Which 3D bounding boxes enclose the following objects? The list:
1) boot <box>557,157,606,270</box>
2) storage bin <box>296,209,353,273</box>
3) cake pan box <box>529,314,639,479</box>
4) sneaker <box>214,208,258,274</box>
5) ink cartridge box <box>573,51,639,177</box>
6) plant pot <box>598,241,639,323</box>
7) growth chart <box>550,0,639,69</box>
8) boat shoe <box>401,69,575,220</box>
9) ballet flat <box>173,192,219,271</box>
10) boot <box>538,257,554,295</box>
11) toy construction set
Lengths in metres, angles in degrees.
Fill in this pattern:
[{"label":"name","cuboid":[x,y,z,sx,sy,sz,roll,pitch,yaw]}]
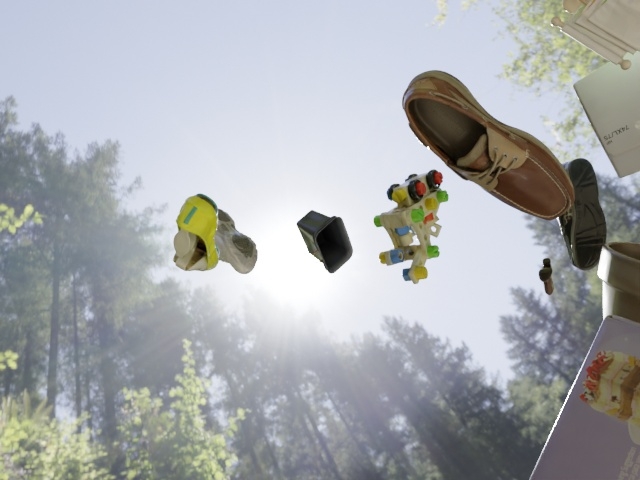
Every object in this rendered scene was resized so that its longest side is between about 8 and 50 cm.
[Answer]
[{"label":"boot","cuboid":[0.528,-0.057,1.363,0.085,0.178,0.236,-10,-85,-19]},{"label":"storage bin","cuboid":[0.000,0.000,1.413,0.098,0.091,0.135,-42,-45,-20]},{"label":"cake pan box","cuboid":[0.172,0.214,0.387,0.246,0.070,0.267,43,-108,-47]},{"label":"sneaker","cuboid":[-0.236,0.020,1.532,0.090,0.232,0.115,8,-58,-43]},{"label":"ink cartridge box","cuboid":[0.640,-0.255,1.132,0.270,0.197,0.198,-16,-10,-46]},{"label":"plant pot","cuboid":[0.655,0.173,1.133,0.323,0.323,0.280,4,-76,-23]},{"label":"growth chart","cuboid":[0.513,-0.388,1.004,0.237,0.172,0.021,-39,-19,0]},{"label":"boat shoe","cuboid":[0.255,-0.135,0.977,0.324,0.116,0.123,37,-55,3]},{"label":"ballet flat","cuboid":[-0.213,0.007,1.027,0.077,0.077,0.231,27,-29,4]},{"label":"boot","cuboid":[0.662,0.125,1.805,0.037,0.106,0.114,3,-54,28]},{"label":"toy construction set","cuboid":[0.235,-0.046,1.483,0.151,0.328,0.215,-12,-79,22]}]
